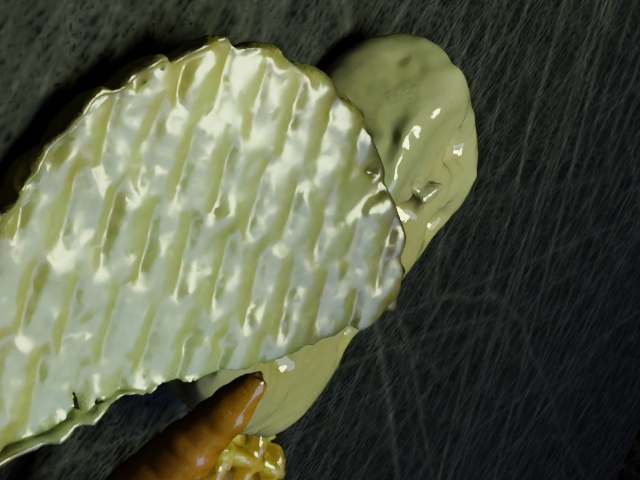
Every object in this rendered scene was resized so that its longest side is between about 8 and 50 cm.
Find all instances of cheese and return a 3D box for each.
[{"bbox_3d":[0.001,0.001,0.965,0.263,0.093,0.159,-51,157,-17],"label":"cheese"}]

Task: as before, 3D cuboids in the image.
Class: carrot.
[{"bbox_3d":[-0.138,0.191,0.878,0.336,0.069,0.069,-51,163,19],"label":"carrot"}]

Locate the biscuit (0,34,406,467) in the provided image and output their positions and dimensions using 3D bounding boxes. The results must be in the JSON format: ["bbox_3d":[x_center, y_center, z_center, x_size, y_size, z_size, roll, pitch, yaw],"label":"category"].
[{"bbox_3d":[-0.065,-0.009,0.784,0.274,0.036,0.187,-15,118,-38],"label":"biscuit"}]

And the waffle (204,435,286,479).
[{"bbox_3d":[-0.110,0.219,1.082,0.238,0.059,0.243,-37,149,-38],"label":"waffle"}]
